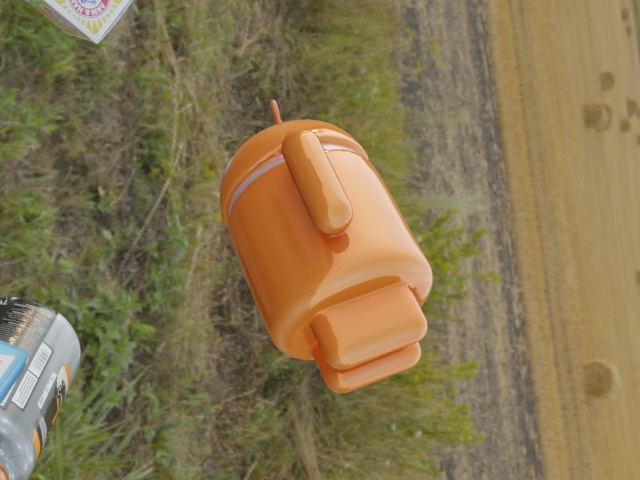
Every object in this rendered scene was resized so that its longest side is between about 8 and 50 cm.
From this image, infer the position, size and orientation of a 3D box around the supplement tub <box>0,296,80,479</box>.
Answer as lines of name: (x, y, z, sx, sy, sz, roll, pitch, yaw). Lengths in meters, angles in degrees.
supplement tub: (-0.479, 0.239, 1.057, 0.316, 0.194, 0.193, -89, 159, -60)

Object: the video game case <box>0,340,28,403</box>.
video game case: (-0.206, 0.069, 0.303, 0.166, 0.119, 0.015, -97, -150, -71)

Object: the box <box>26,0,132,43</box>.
box: (-0.269, -0.290, 0.679, 0.203, 0.114, 0.103, 39, 84, -38)

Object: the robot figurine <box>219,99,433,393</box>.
robot figurine: (-0.001, 0.001, 0.552, 0.158, 0.128, 0.219, 20, 37, -51)
